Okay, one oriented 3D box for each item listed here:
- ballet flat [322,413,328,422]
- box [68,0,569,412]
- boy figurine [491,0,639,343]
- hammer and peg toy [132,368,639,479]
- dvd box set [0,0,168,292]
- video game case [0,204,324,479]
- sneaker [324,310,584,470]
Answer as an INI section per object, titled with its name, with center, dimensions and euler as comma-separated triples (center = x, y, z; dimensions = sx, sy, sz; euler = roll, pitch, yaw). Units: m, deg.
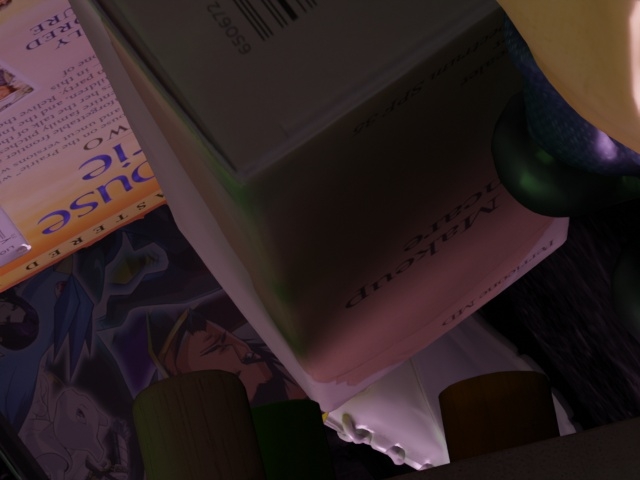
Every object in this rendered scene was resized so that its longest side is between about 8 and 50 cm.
[ballet flat]
center = 0.000, 0.000, 1.053
dimensions = 0.077, 0.077, 0.231
euler = -157, 59, -82
[box]
center = 0.010, -0.052, 0.717
dimensions = 0.121, 0.148, 0.311
euler = 52, 174, 17
[boy figurine]
center = 0.069, -0.077, 0.406
dimensions = 0.177, 0.092, 0.285
euler = 52, 172, 28
[hammer and peg toy]
center = 0.077, 0.118, 0.714
dimensions = 0.361, 0.266, 0.127
euler = 73, -177, -72
[dvd box set]
center = -0.123, -0.097, 0.738
dimensions = 0.062, 0.308, 0.420
euler = 60, 176, 18
[video game case]
center = -0.077, -0.007, 0.982
dimensions = 0.248, 0.275, 0.035
euler = 55, 167, -4
[sneaker]
center = 0.059, 0.089, 1.137
dimensions = 0.297, 0.129, 0.111
euler = 53, 171, 6
